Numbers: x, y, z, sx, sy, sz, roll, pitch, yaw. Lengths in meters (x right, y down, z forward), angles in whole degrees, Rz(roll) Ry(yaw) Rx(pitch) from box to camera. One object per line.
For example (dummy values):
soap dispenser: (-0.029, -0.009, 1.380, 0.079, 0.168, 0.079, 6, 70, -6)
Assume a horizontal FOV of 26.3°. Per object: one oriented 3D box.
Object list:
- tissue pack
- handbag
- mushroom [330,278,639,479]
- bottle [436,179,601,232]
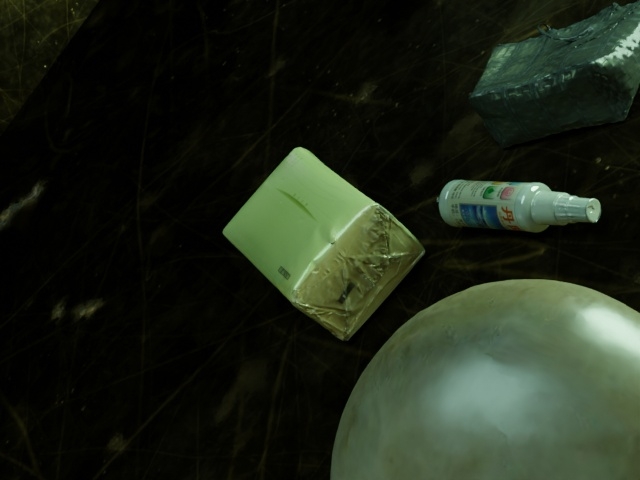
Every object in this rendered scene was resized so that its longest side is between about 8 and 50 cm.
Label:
tissue pack: (0.000, 0.000, 1.725, 0.159, 0.125, 0.234, -49, 34, 0)
handbag: (0.294, -0.212, 1.654, 0.270, 0.089, 0.175, -12, 39, 42)
mushroom: (0.189, 0.214, 1.184, 0.362, 0.294, 0.362, -2, 85, 27)
bottle: (0.228, -0.040, 1.563, 0.217, 0.060, 0.060, 4, 59, 52)
